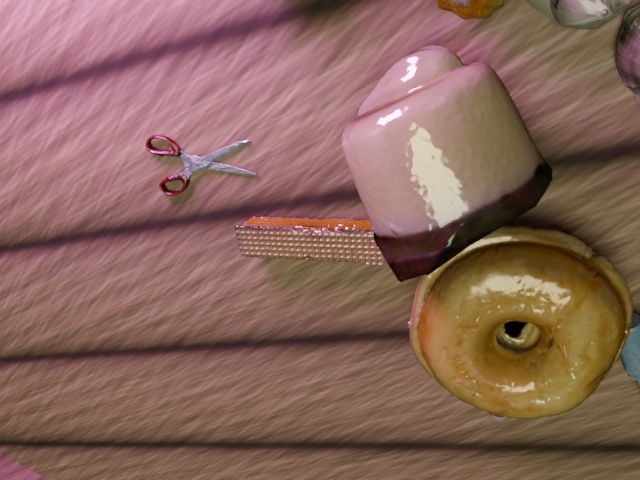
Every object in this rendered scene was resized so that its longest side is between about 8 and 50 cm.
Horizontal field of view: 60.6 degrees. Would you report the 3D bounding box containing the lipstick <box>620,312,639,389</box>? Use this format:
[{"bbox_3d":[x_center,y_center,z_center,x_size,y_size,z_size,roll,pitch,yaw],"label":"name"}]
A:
[{"bbox_3d":[0.686,0.277,1.163,0.068,0.061,0.274,-20,111,23],"label":"lipstick"}]

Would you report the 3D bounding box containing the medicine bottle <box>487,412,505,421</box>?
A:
[{"bbox_3d":[0.410,0.387,1.311,0.052,0.052,0.089,-27,108,28],"label":"medicine bottle"}]

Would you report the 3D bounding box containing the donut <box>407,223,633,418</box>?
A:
[{"bbox_3d":[0.388,0.167,1.109,0.448,0.198,0.449,7,119,12],"label":"donut"}]

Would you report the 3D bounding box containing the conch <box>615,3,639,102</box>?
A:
[{"bbox_3d":[0.551,-0.308,0.866,0.155,0.130,0.207,42,154,29],"label":"conch"}]

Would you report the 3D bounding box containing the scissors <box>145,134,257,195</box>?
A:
[{"bbox_3d":[-0.263,-0.173,1.215,0.247,0.017,0.144,-3,118,16],"label":"scissors"}]

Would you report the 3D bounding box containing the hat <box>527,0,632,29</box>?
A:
[{"bbox_3d":[0.411,-0.398,0.858,0.166,0.081,0.122,35,120,7],"label":"hat"}]

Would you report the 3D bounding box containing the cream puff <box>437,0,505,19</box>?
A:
[{"bbox_3d":[0.243,-0.434,0.865,0.146,0.116,0.146,32,160,13],"label":"cream puff"}]

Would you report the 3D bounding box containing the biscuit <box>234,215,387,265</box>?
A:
[{"bbox_3d":[0.000,0.000,1.212,0.378,0.054,0.094,2,120,15],"label":"biscuit"}]

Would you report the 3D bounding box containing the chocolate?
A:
[{"bbox_3d":[0.176,-0.149,0.932,0.326,0.314,0.297,-36,99,9],"label":"chocolate"}]
